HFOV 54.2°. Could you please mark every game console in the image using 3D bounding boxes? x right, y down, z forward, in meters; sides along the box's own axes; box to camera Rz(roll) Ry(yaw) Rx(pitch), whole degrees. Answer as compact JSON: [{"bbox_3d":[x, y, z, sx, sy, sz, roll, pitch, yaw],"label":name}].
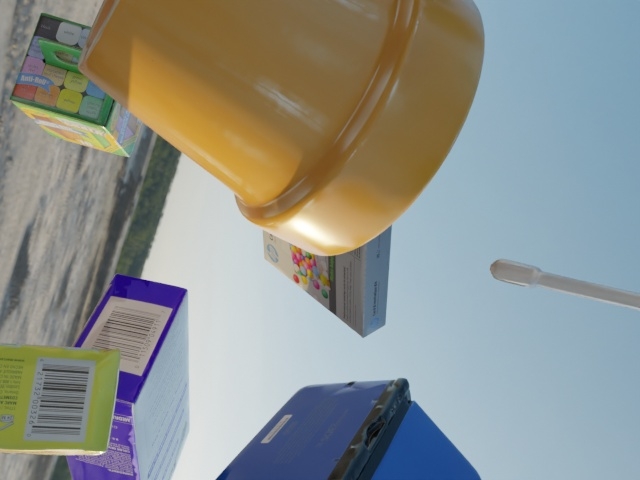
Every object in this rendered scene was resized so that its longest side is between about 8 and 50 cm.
[{"bbox_3d":[0.045,0.311,0.781,0.293,0.250,0.173,-31,109,-63],"label":"game console"}]

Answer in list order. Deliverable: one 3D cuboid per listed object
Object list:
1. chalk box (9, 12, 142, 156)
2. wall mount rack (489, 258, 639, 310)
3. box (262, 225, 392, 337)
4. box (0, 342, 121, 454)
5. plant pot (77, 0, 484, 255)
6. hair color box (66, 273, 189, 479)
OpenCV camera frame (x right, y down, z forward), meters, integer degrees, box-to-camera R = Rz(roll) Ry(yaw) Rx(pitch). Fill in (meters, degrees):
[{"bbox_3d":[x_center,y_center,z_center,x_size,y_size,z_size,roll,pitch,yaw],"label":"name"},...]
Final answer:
[{"bbox_3d":[-0.331,-0.217,0.878,0.213,0.132,0.132,122,-16,-82],"label":"chalk box"},{"bbox_3d":[0.222,0.115,0.354,0.304,0.130,0.350,-17,-134,58],"label":"wall mount rack"},{"bbox_3d":[0.000,0.000,0.697,0.186,0.038,0.145,37,-40,40],"label":"box"},{"bbox_3d":[-0.184,0.115,0.424,0.232,0.087,0.058,136,-42,-62],"label":"box"},{"bbox_3d":[-0.037,-0.118,0.398,0.205,0.188,0.205,-38,-142,39],"label":"plant pot"},{"bbox_3d":[-0.253,0.231,0.843,0.185,0.110,0.339,-75,175,-49],"label":"hair color box"}]
